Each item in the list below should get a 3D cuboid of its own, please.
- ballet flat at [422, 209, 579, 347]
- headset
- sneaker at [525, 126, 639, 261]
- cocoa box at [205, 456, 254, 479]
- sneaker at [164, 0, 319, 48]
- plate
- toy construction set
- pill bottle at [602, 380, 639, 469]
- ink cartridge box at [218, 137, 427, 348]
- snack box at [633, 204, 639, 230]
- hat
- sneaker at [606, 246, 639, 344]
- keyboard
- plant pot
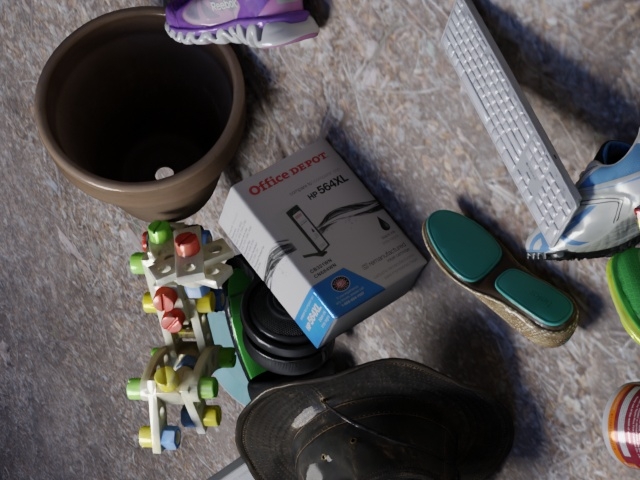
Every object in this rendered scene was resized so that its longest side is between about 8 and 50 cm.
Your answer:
[{"bbox_3d":[0.184,0.046,1.285,0.206,0.073,0.067,44,160,33],"label":"ballet flat"},{"bbox_3d":[-0.011,0.156,1.643,0.394,0.185,0.243,-135,34,-53],"label":"headset"},{"bbox_3d":[0.258,-0.036,1.101,0.237,0.085,0.086,137,128,-63],"label":"sneaker"},{"bbox_3d":[-0.084,0.429,1.735,0.228,0.231,0.347,56,175,5],"label":"cocoa box"},{"bbox_3d":[-0.097,-0.281,1.413,0.236,0.095,0.105,11,117,47],"label":"sneaker"},{"bbox_3d":[-0.134,0.178,1.914,0.188,0.024,0.188,38,144,35],"label":"plate"},{"bbox_3d":[-0.187,0.100,1.605,0.151,0.215,0.328,11,128,4],"label":"toy construction set"},{"bbox_3d":[0.343,0.176,1.133,0.152,0.086,0.086,-5,111,58],"label":"pill bottle"},{"bbox_3d":[0.000,0.000,1.436,0.203,0.148,0.086,51,150,16],"label":"ink cartridge box"},{"bbox_3d":[0.314,-0.008,0.963,0.037,0.141,0.100,3,118,55],"label":"snack box"},{"bbox_3d":[0.061,0.278,1.414,0.331,0.331,0.134,102,173,-49],"label":"hat"},{"bbox_3d":[0.369,0.082,1.025,0.295,0.109,0.124,41,115,39],"label":"sneaker"},{"bbox_3d":[0.172,-0.115,1.139,0.072,0.014,0.256,115,139,-52],"label":"keyboard"},{"bbox_3d":[-0.220,-0.135,1.593,0.263,0.263,0.229,50,166,18],"label":"plant pot"}]
